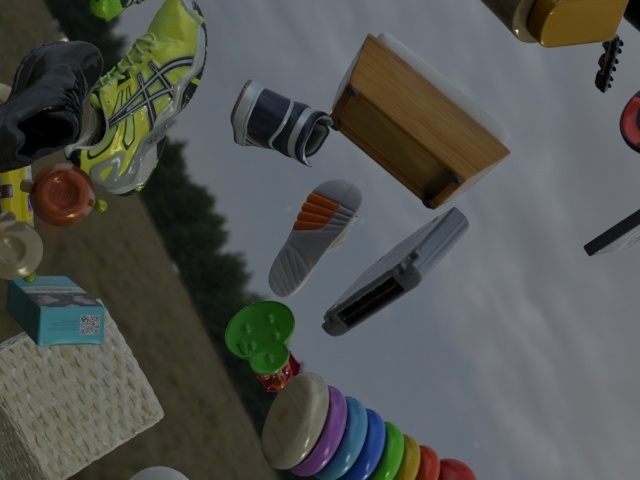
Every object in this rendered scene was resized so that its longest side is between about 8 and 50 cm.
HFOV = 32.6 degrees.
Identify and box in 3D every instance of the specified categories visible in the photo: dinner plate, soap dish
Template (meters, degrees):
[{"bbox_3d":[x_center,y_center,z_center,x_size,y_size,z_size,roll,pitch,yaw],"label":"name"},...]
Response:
[{"bbox_3d":[-0.261,0.436,1.762,0.141,0.141,0.017,62,10,7],"label":"dinner plate"},{"bbox_3d":[0.149,-0.186,1.787,0.291,0.118,0.229,40,-17,0],"label":"soap dish"}]

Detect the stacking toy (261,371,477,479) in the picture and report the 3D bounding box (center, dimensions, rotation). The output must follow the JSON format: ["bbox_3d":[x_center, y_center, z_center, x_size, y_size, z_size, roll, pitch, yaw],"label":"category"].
[{"bbox_3d":[0.085,0.312,1.566,0.330,0.141,0.141,28,7,-22],"label":"stacking toy"}]

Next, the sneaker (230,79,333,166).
[{"bbox_3d":[-0.062,-0.186,1.851,0.153,0.099,0.282,25,-2,2],"label":"sneaker"}]

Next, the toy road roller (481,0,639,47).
[{"bbox_3d":[0.406,-0.443,1.625,0.202,0.330,0.240,57,-30,38],"label":"toy road roller"}]

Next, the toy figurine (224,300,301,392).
[{"bbox_3d":[-0.079,0.220,1.947,0.173,0.130,0.159,-116,-178,-48],"label":"toy figurine"}]

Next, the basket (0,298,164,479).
[{"bbox_3d":[-0.575,0.347,2.388,0.266,0.328,0.331,-22,-84,56],"label":"basket"}]

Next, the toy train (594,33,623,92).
[{"bbox_3d":[0.555,-0.344,2.112,0.036,0.027,0.158,46,-19,24],"label":"toy train"}]

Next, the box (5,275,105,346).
[{"bbox_3d":[-0.418,0.106,1.708,0.244,0.101,0.060,19,-74,61],"label":"box"}]

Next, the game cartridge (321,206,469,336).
[{"bbox_3d":[0.135,0.054,1.927,0.062,0.198,0.297,51,-39,0],"label":"game cartridge"}]

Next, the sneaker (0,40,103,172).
[{"bbox_3d":[-0.346,-0.165,1.397,0.286,0.130,0.109,-59,143,-44],"label":"sneaker"}]

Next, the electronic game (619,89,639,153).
[{"bbox_3d":[0.660,-0.233,1.991,0.048,0.229,0.229,57,-2,-38],"label":"electronic game"}]

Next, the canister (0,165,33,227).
[{"bbox_3d":[-0.619,-0.065,2.214,0.126,0.073,0.169,155,-68,-69],"label":"canister"}]

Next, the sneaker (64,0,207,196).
[{"bbox_3d":[-0.326,-0.272,1.959,0.147,0.384,0.145,23,-1,-39],"label":"sneaker"}]

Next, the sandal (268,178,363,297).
[{"bbox_3d":[-0.008,-0.006,2.124,0.102,0.265,0.076,39,11,21],"label":"sandal"}]

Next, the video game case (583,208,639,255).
[{"bbox_3d":[0.575,-0.040,1.894,0.026,0.196,0.274,59,25,12],"label":"video game case"}]

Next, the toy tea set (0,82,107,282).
[{"bbox_3d":[-0.475,-0.109,1.585,0.336,0.200,0.124,53,-10,-9],"label":"toy tea set"}]

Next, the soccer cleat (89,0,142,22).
[{"bbox_3d":[-0.312,-0.418,1.776,0.060,0.179,0.072,27,-47,7],"label":"soccer cleat"}]
